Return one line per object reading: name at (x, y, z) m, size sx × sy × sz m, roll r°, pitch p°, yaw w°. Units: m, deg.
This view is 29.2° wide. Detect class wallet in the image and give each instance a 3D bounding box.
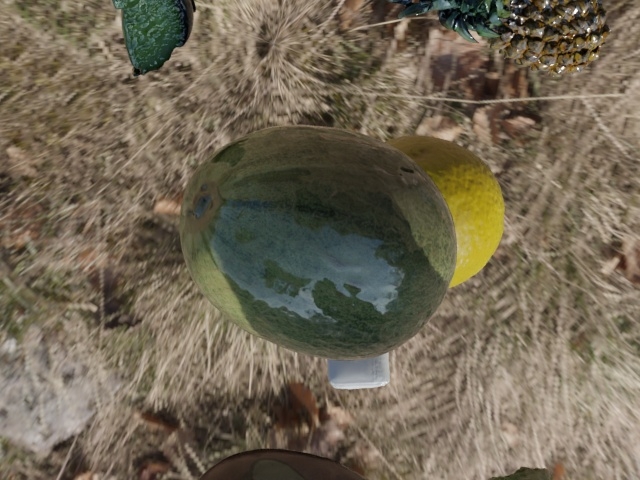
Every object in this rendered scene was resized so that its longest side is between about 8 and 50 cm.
wallet at (0.053, 0.128, 1.837) m, size 0.095 × 0.033 × 0.190 m, roll -5°, pitch 73°, yaw 3°

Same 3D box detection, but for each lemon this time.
lemon at (0.148, -0.037, 1.761) m, size 0.253 × 0.228 × 0.229 m, roll 1°, pitch 100°, yaw -28°

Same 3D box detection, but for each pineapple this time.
pineapple at (0.147, -0.193, 0.980) m, size 0.221 × 0.083 × 0.103 m, roll 14°, pitch 62°, yaw -35°

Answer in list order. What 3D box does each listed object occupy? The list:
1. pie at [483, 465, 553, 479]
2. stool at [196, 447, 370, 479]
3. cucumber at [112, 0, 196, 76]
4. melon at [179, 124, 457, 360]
pie at (0.211, 0.425, 1.114) m, size 0.180 × 0.395 × 0.418 m, roll -17°, pitch 142°, yaw 16°
stool at (-0.030, 0.311, 0.928) m, size 0.272 × 0.272 × 0.178 m, roll 36°, pitch 122°, yaw -7°
cucumber at (-0.182, -0.242, 1.317) m, size 0.085 × 0.193 × 0.115 m, roll -18°, pitch 106°, yaw -11°
melon at (0.000, 0.000, 1.308) m, size 0.329 × 0.248 × 0.249 m, roll 17°, pitch 100°, yaw -44°
